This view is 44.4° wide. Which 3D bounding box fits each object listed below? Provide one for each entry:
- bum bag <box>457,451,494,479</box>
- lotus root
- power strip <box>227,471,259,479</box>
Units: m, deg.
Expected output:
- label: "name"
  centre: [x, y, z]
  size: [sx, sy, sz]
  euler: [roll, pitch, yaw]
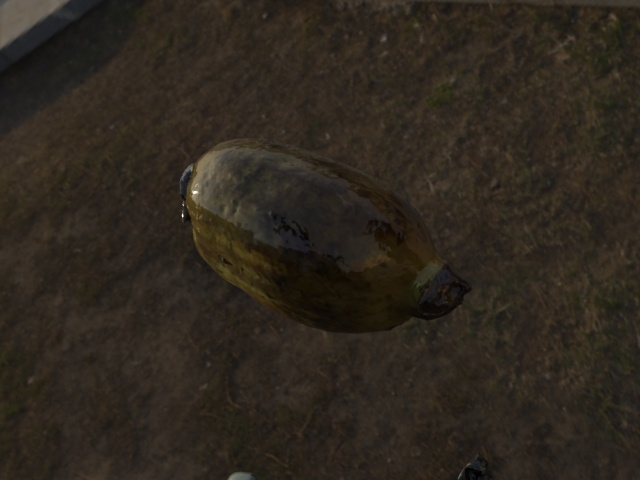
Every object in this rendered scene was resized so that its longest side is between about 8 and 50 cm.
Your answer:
- label: "bum bag"
  centre: [0.277, 0.466, 1.268]
  size: [0.102, 0.248, 0.069]
  euler: [-34, 15, -14]
- label: "lotus root"
  centre: [0.000, 0.000, 0.635]
  size: [0.260, 0.145, 0.128]
  euler: [22, 63, 22]
- label: "power strip"
  centre: [-0.056, 0.253, 0.466]
  size: [0.140, 0.139, 0.224]
  euler: [-37, 34, 37]
